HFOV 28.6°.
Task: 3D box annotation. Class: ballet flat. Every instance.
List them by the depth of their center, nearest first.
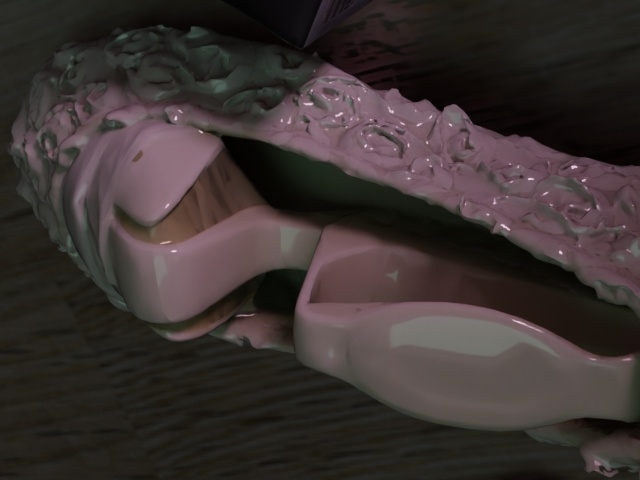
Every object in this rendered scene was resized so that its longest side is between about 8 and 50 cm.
[{"bbox_3d":[0.000,0.000,0.535,0.408,0.147,0.147,14,125,26],"label":"ballet flat"}]

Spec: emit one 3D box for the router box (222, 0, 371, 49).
[{"bbox_3d":[-0.038,-0.261,0.437,0.243,0.081,0.309,33,127,10],"label":"router box"}]
